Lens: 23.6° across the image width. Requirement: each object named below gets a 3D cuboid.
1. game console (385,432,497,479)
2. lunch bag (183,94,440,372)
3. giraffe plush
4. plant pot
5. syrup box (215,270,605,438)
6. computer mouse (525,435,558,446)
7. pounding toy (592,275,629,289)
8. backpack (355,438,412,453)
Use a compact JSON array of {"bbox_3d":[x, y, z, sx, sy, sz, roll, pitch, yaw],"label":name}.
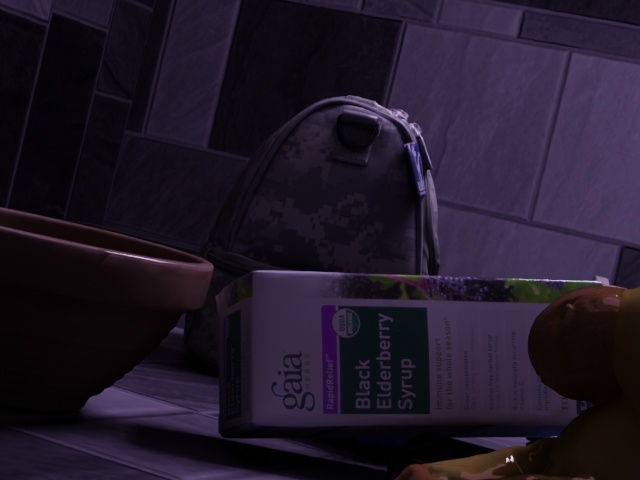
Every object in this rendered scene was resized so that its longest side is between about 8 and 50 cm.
[{"bbox_3d":[0.170,0.158,0.964,0.213,0.044,0.361,14,1,14],"label":"game console"},{"bbox_3d":[0.000,0.000,1.406,0.213,0.256,0.305,13,2,-4],"label":"lunch bag"},{"bbox_3d":[0.144,0.091,0.701,0.210,0.170,0.181,13,1,1],"label":"giraffe plush"},{"bbox_3d":[-0.192,0.039,0.942,0.237,0.109,0.237,13,0,0],"label":"plant pot"},{"bbox_3d":[0.057,0.075,0.970,0.237,0.093,0.096,3,-12,-18],"label":"syrup box"},{"bbox_3d":[0.307,0.155,1.189,0.262,0.060,0.184,-17,-14,34],"label":"computer mouse"},{"bbox_3d":[0.271,0.111,1.633,0.155,0.154,0.269,13,1,-2],"label":"pounding toy"},{"bbox_3d":[0.041,0.100,1.078,0.101,0.098,0.120,14,10,-27],"label":"backpack"}]
